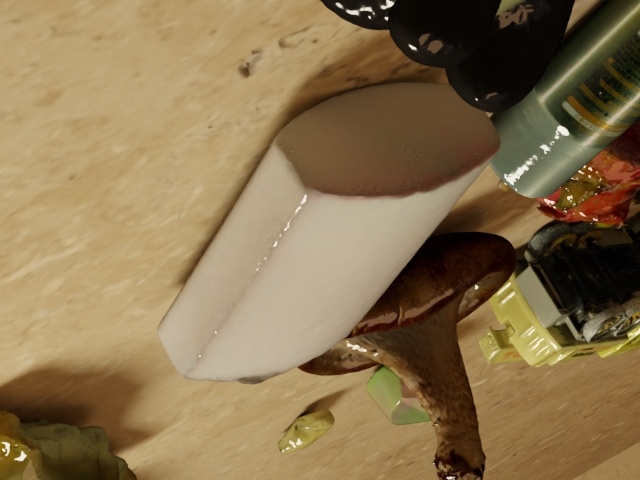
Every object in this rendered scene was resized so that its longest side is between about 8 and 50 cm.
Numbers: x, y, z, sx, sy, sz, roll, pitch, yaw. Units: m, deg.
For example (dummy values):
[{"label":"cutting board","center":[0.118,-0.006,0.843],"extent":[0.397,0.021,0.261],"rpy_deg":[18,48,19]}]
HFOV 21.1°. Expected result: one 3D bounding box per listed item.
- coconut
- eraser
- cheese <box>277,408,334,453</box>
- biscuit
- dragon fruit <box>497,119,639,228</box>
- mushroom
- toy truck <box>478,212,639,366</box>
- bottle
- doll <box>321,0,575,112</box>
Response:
[{"label":"coconut","center":[0.099,0.161,1.844],"extent":[0.082,0.081,0.083],"rpy_deg":[-41,154,-7]},{"label":"eraser","center":[0.000,0.000,1.259],"extent":[0.174,0.095,0.270],"rpy_deg":[-17,158,-33]},{"label":"cheese","center":[-0.018,0.207,1.863],"extent":[0.044,0.030,0.083],"rpy_deg":[-25,167,-33]},{"label":"biscuit","center":[-0.270,0.230,1.491],"extent":[0.335,0.078,0.329],"rpy_deg":[-4,153,-48]},{"label":"dragon fruit","center":[0.243,-0.053,1.477],"extent":[0.147,0.096,0.102],"rpy_deg":[-12,158,-38]},{"label":"mushroom","center":[0.107,0.116,1.519],"extent":[0.227,0.217,0.148],"rpy_deg":[-28,161,-5]},{"label":"toy truck","center":[0.278,0.065,1.783],"extent":[0.272,0.124,0.157],"rpy_deg":[-6,150,-49]},{"label":"bottle","center":[0.230,-0.141,1.252],"extent":[0.082,0.082,0.286],"rpy_deg":[-9,152,-46]},{"label":"doll","center":[0.056,-0.162,0.880],"extent":[0.135,0.143,0.234],"rpy_deg":[-58,154,8]}]
